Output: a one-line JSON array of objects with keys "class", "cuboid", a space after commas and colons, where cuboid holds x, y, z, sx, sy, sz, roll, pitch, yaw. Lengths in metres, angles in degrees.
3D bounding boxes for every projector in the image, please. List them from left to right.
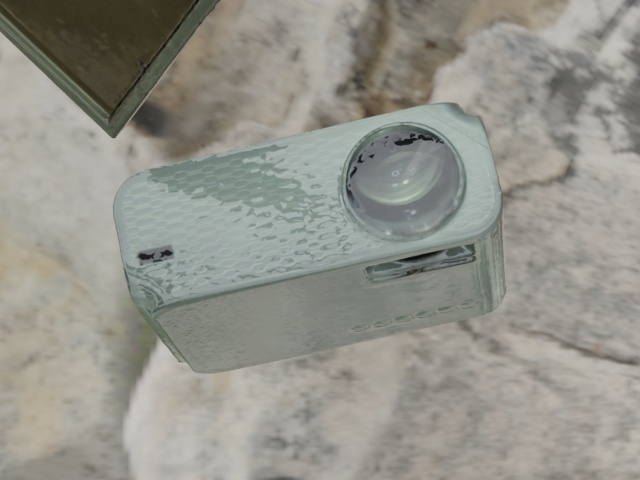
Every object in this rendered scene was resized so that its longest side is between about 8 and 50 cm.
[{"class": "projector", "cuboid": [0.000, 0.000, 1.290, 0.250, 0.198, 0.108, -12, 72, 4]}]

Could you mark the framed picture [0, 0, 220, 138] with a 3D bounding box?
[{"class": "framed picture", "cuboid": [-0.144, -0.173, 1.080, 0.184, 0.016, 0.250, 43, 147, -2]}]
